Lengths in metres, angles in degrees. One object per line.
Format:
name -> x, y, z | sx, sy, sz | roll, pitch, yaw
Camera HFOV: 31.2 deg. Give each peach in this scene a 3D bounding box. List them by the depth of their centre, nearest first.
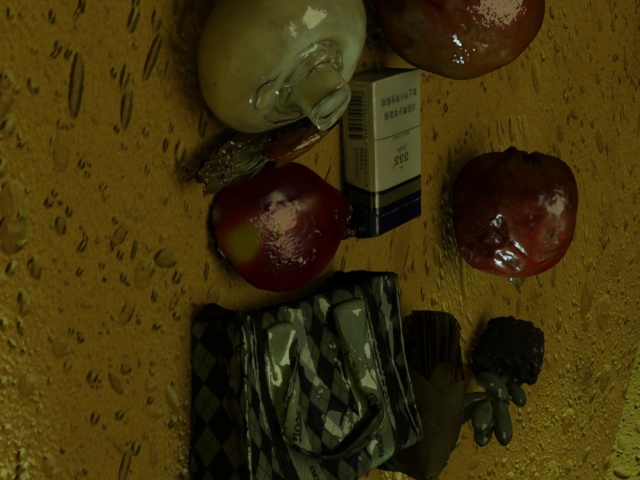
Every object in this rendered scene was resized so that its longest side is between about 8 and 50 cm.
peach -> -0.031, -0.026, 1.628 | 0.279, 0.068, 0.189 | -17, 100, -43

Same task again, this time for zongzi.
zongzi -> 0.184, 0.262, 1.945 | 0.317, 0.154, 0.290 | 145, -49, -84

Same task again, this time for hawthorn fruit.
hawthorn fruit -> 0.195, -0.396, 1.799 | 0.298, 0.277, 0.277 | 20, 80, -50
hawthorn fruit -> 0.371, -0.054, 2.198 | 0.262, 0.258, 0.258 | -62, 148, 2

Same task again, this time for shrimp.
shrimp -> -0.073, -0.124, 1.537 | 0.248, 0.150, 0.068 | -35, 110, -35

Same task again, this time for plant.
plant -> 0.372, 0.292, 2.365 | 0.275, 0.146, 0.149 | -61, 147, -30

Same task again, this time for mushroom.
mushroom -> -0.039, -0.232, 1.468 | 0.246, 0.202, 0.246 | -31, 160, -13

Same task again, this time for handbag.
handbag -> -0.021, 0.211, 1.689 | 0.416, 0.180, 0.317 | -17, 104, -51

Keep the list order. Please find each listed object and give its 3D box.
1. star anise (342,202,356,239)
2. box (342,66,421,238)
star anise -> 0.000, 0.000, 1.752 | 0.191, 0.070, 0.097 | -50, 139, -38
box -> 0.102, -0.146, 1.879 | 0.168, 0.071, 0.259 | -24, 118, -55
